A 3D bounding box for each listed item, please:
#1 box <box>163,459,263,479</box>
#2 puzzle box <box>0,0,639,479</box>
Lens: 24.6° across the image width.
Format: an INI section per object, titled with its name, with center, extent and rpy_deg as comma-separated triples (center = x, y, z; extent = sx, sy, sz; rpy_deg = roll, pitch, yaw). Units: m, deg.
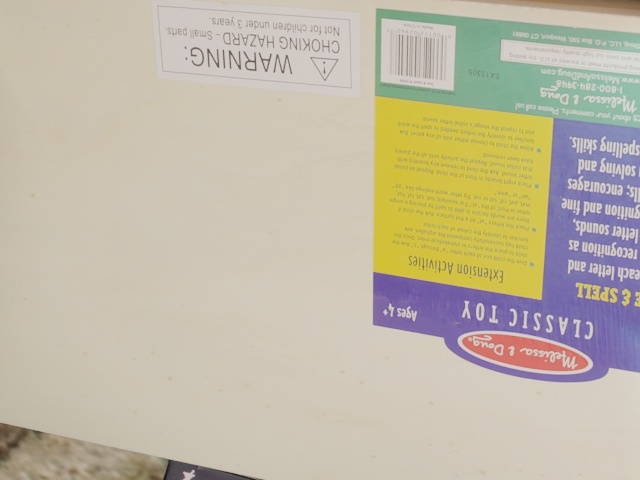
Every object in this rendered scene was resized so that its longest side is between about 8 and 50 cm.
[box]
center = -0.036, 0.225, 0.931
extent = 0.156, 0.093, 0.158
rpy_deg = 15, 147, 3
[puzzle box]
center = 0.000, 0.000, 0.731
extent = 0.408, 0.052, 0.272
rpy_deg = 9, 115, 20
